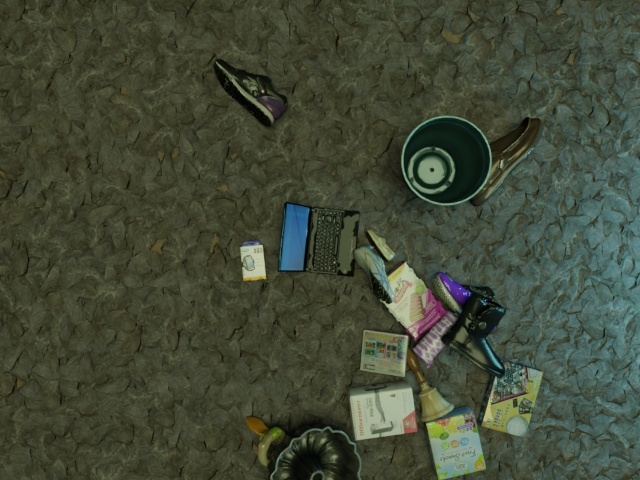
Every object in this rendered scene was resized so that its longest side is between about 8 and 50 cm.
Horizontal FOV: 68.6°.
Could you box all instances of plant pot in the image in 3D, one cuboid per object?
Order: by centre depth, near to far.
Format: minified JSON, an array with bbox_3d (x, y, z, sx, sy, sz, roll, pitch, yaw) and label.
[{"bbox_3d":[0.384,-0.245,1.540,0.271,0.255,0.271,0,92,2],"label":"plant pot"}]

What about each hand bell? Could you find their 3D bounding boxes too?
[{"bbox_3d":[0.353,0.486,1.632,0.126,0.126,0.242,-24,79,-2],"label":"hand bell"}]

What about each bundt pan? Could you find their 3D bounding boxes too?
[{"bbox_3d":[-0.033,0.770,1.564,0.331,0.124,0.331,1,88,-24],"label":"bundt pan"}]

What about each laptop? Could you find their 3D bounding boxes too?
[{"bbox_3d":[0.000,0.000,1.592,0.264,0.136,0.234,6,90,-2],"label":"laptop"}]

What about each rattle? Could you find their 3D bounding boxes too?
[{"bbox_3d":[-0.190,0.727,1.628,0.143,0.130,0.200,2,125,21],"label":"rattle"}]

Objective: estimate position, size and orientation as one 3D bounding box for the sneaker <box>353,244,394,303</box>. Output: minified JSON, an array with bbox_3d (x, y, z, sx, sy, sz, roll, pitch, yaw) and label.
[{"bbox_3d":[0.194,0.107,1.579,0.086,0.085,0.237,-18,55,-14],"label":"sneaker"}]

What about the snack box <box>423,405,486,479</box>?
[{"bbox_3d":[0.465,0.707,1.639,0.174,0.070,0.207,-13,92,-2],"label":"snack box"}]

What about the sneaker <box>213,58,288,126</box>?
[{"bbox_3d":[-0.236,-0.530,1.617,0.283,0.107,0.124,43,74,-5],"label":"sneaker"}]

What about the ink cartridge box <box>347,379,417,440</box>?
[{"bbox_3d":[0.211,0.585,1.621,0.218,0.092,0.158,-8,90,0],"label":"ink cartridge box"}]

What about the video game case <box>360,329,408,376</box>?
[{"bbox_3d":[0.222,0.392,1.636,0.157,0.019,0.143,5,90,16],"label":"video game case"}]

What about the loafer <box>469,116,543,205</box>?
[{"bbox_3d":[0.614,-0.291,1.610,0.130,0.134,0.366,39,90,1],"label":"loafer"}]

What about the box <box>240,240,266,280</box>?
[{"bbox_3d":[-0.235,0.070,1.640,0.081,0.028,0.136,-5,88,-2],"label":"box"}]

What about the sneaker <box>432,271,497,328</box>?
[{"bbox_3d":[0.519,0.196,1.629,0.146,0.102,0.293,-42,99,-1],"label":"sneaker"}]

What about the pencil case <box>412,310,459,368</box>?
[{"bbox_3d":[0.414,0.340,1.627,0.206,0.086,0.088,-46,62,1],"label":"pencil case"}]

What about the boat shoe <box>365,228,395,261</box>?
[{"bbox_3d":[0.210,0.012,1.645,0.045,0.050,0.135,-37,93,-14],"label":"boat shoe"}]

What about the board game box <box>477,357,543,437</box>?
[{"bbox_3d":[0.671,0.554,1.658,0.165,0.042,0.243,16,90,-2],"label":"board game box"}]

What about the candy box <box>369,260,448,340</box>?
[{"bbox_3d":[0.306,0.208,1.633,0.159,0.071,0.233,-41,91,-1],"label":"candy box"}]

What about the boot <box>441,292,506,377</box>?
[{"bbox_3d":[0.551,0.311,1.542,0.246,0.094,0.207,33,99,-1],"label":"boot"}]
